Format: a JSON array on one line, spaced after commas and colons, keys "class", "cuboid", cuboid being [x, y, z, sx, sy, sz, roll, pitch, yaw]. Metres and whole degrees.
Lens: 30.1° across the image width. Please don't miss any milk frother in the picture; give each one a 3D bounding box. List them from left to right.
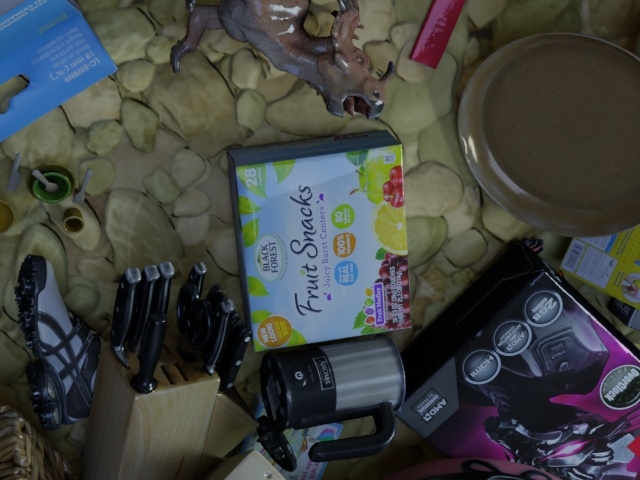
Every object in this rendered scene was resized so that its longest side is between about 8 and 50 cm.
[{"class": "milk frother", "cuboid": [0.005, 0.175, 1.273, 0.134, 0.143, 0.129, -7, 82, -21]}]

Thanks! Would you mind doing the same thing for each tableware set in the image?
[{"class": "tableware set", "cuboid": [-0.307, -0.038, 1.175, 0.154, 0.024, 0.104, 10, 125, -23]}]

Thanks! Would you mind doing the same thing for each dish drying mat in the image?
[{"class": "dish drying mat", "cuboid": [0.121, -0.219, 1.219, 0.032, 0.008, 0.083, 18, 107, -17]}]

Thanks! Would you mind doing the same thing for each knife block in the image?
[{"class": "knife block", "cuboid": [-0.183, 0.155, 1.198, 0.275, 0.088, 0.242, -41, 138, 1]}]

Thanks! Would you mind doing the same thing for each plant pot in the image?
[{"class": "plant pot", "cuboid": [0.257, -0.109, 1.217, 0.236, 0.032, 0.236, 15, 129, 20]}]

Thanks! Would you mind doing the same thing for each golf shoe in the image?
[{"class": "golf shoe", "cuboid": [-0.261, 0.098, 1.229, 0.093, 0.077, 0.198, -11, 120, -18]}]

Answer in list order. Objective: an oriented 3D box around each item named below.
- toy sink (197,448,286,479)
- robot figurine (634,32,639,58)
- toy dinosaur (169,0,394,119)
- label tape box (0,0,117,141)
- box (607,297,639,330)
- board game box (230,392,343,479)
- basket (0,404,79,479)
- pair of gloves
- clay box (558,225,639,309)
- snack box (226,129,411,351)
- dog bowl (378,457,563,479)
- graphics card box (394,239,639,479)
[{"class": "toy sink", "cuboid": [-0.082, 0.316, 1.231, 0.153, 0.234, 0.131, 46, 67, -1]}, {"class": "robot figurine", "cuboid": [0.461, -0.187, 1.213, 0.278, 0.173, 0.209, -8, 109, -3]}, {"class": "toy dinosaur", "cuboid": [-0.039, -0.258, 1.116, 0.200, 0.127, 0.296, -7, 100, -17]}, {"class": "label tape box", "cuboid": [-0.367, -0.221, 1.062, 0.240, 0.106, 0.334, -31, 113, 1]}, {"class": "box", "cuboid": [0.471, 0.040, 1.366, 0.231, 0.056, 0.183, 17, 105, -17]}, {"class": "board game box", "cuboid": [-0.050, 0.257, 1.352, 0.103, 0.026, 0.154, 18, 106, -17]}, {"class": "basket", "cuboid": [-0.391, 0.310, 1.223, 0.299, 0.213, 0.223, -20, 145, 4]}, {"class": "pair of gloves", "cuboid": [0.231, 0.040, 1.339, 0.074, 0.010, 0.083, -34, 115, 7]}, {"class": "clay box", "cuboid": [0.384, 0.022, 1.274, 0.222, 0.053, 0.127, 28, 106, 21]}, {"class": "snack box", "cuboid": [0.000, 0.000, 1.243, 0.174, 0.070, 0.207, -8, 111, -10]}, {"class": "dog bowl", "cuboid": [0.169, 0.412, 1.337, 0.407, 0.150, 0.408, 2, 125, 3]}, {"class": "graphics card box", "cuboid": [0.275, 0.199, 1.360, 0.233, 0.094, 0.371, -44, 112, 11]}]
